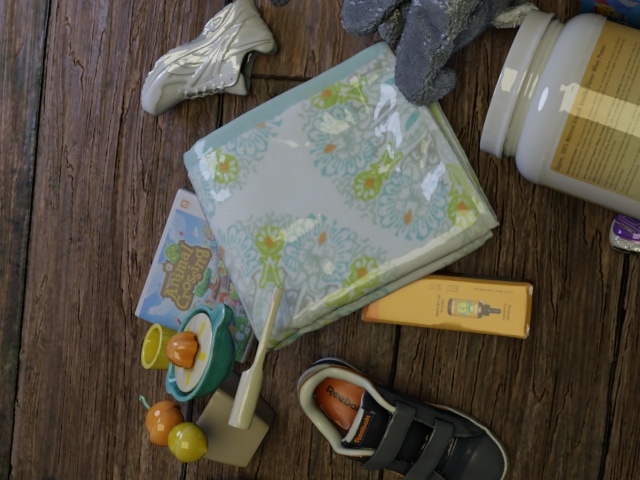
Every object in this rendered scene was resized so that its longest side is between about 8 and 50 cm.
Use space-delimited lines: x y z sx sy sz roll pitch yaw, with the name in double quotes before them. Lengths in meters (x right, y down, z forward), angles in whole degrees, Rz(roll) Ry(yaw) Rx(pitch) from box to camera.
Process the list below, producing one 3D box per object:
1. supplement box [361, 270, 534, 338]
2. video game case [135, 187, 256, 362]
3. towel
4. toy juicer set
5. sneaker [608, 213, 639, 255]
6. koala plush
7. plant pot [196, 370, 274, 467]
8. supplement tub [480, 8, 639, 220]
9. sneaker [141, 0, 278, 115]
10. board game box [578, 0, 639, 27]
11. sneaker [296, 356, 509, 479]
"supplement box" 0.179 0.084 1.342 0.233 0.080 0.078 6 94 16
"video game case" -0.164 0.053 1.457 0.193 0.023 0.213 22 97 13
"towel" 0.021 -0.068 1.326 0.374 0.090 0.321 -28 69 10
"toy juicer set" -0.171 0.190 1.297 0.329 0.089 0.209 -26 53 51
"sneaker" 0.473 -0.007 1.269 0.169 0.068 0.071 11 89 15
"koala plush" 0.183 -0.323 1.269 0.196 0.221 0.203 54 142 17
"plant pot" -0.130 0.272 1.418 0.096 0.109 0.109 31 99 -1
"supplement tub" 0.382 -0.151 1.202 0.316 0.228 0.228 22 97 12
"sneaker" -0.162 -0.248 1.415 0.232 0.090 0.115 -38 86 14
"board game box" 0.401 -0.426 1.151 0.086 0.302 0.308 20 96 14
"sneaker" 0.107 0.273 1.343 0.321 0.127 0.126 24 96 11
